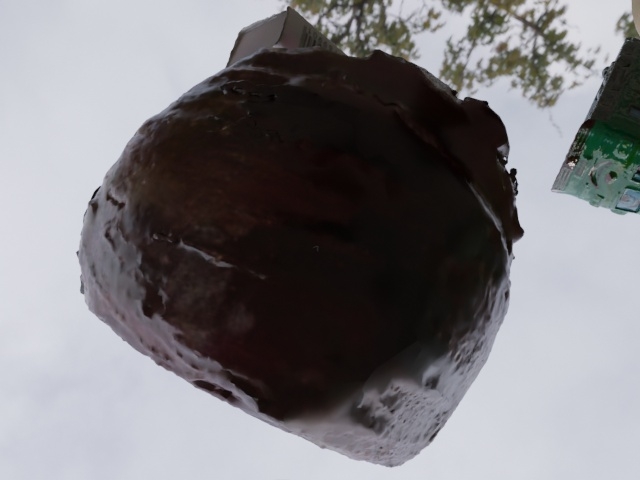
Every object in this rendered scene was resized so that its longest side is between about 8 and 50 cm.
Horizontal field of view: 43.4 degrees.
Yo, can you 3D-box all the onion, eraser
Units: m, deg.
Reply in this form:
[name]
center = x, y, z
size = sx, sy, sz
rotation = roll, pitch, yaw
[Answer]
[onion]
center = 0.000, 0.000, 0.533
size = 0.314, 0.146, 0.280
rotation = 28, -85, -5
[eraser]
center = 0.006, -0.218, 1.201
size = 0.287, 0.130, 0.086
rotation = 32, -120, -34

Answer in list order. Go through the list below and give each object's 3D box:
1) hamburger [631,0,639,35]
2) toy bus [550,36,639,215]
[hamburger]
center = 0.397, -0.241, 0.768
size = 0.175, 0.175, 0.137
rotation = -13, -153, -19
[toy bus]
center = 0.564, -0.196, 1.434
size = 0.199, 0.184, 0.343
rotation = 26, -131, 13
